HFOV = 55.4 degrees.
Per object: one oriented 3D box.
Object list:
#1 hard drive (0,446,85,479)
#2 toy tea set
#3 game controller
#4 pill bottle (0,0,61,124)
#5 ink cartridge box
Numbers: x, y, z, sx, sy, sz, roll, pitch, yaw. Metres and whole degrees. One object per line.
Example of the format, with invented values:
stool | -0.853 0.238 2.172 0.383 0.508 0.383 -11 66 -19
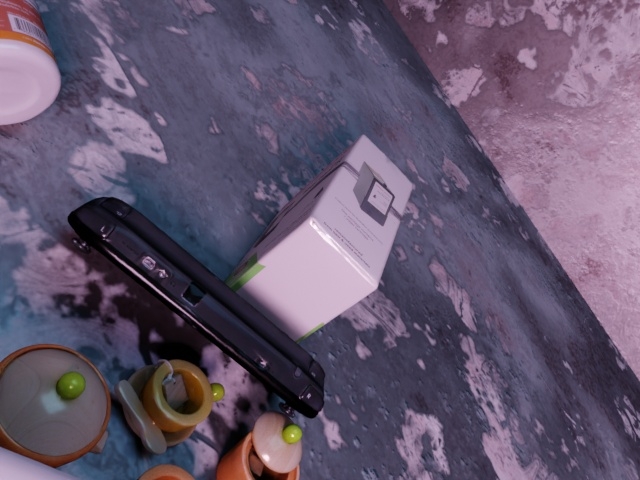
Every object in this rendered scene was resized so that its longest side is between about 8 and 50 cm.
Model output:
hard drive | -0.214 0.171 0.230 0.353 0.047 0.233 25 33 -6
toy tea set | -0.139 0.179 0.531 0.336 0.124 0.199 1 58 -51
game controller | -0.127 0.072 0.648 0.319 0.166 0.067 43 73 -13
pill bottle | -0.370 -0.243 0.661 0.121 0.121 0.216 2 57 -51
ink cartridge box | 0.000 0.000 0.817 0.115 0.198 0.272 45 32 -10
